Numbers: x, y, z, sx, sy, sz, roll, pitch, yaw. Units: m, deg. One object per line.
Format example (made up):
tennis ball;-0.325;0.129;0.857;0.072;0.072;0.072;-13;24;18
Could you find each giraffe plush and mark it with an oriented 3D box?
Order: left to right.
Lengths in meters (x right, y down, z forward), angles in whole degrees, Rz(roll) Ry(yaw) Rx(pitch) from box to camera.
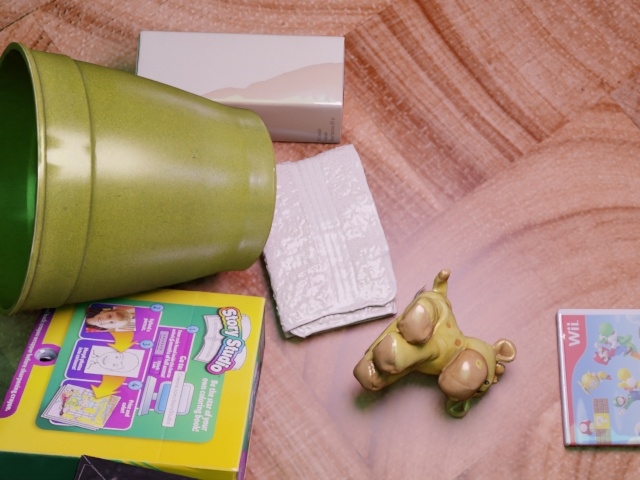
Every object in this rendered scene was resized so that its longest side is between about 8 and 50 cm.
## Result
giraffe plush;0.175;0.166;1.782;0.170;0.181;0.210;42;41;2

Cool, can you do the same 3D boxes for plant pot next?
plant pot;-0.263;-0.078;1.741;0.353;0.366;0.366;1;69;-26

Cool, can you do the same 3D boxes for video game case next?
video game case;0.494;0.200;1.825;0.285;0.025;0.204;0;71;0

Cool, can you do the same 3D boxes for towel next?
towel;0.000;0.000;1.876;0.187;0.049;0.282;-15;72;-6

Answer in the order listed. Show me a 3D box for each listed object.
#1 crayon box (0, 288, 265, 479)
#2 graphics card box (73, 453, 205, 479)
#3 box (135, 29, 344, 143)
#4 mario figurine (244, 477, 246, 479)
crayon box;-0.245;0.206;1.675;0.313;0.106;0.363;6;34;1
graphics card box;-0.221;0.447;1.560;0.233;0.371;0.094;13;34;-4
box;-0.120;-0.233;1.904;0.311;0.148;0.121;1;71;1
mario figurine;-0.252;0.357;1.738;0.320;0.170;0.198;2;107;11
